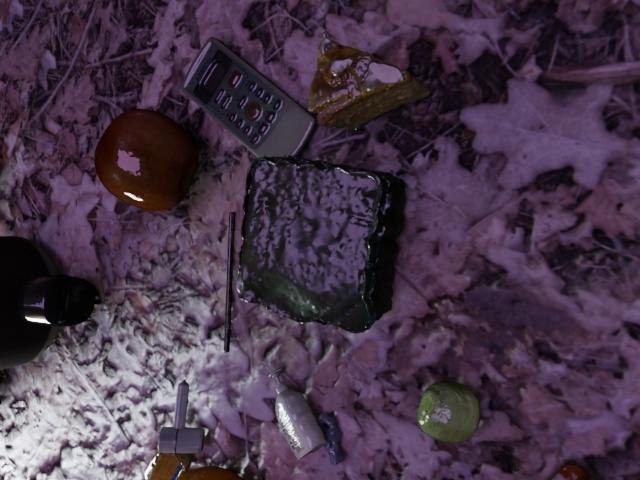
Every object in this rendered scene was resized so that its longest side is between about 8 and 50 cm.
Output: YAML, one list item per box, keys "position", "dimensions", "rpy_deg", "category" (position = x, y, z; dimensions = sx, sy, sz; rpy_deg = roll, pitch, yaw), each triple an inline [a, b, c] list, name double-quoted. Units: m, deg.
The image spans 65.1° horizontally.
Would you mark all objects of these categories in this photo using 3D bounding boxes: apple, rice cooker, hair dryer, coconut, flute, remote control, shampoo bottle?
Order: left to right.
- position: [-0.790, 0.148, 1.095]
  dimensions: [0.336, 0.325, 0.334]
  rpy_deg: [1, 92, 27]
  category: "rice cooker"
- position: [-0.555, 0.127, 1.066]
  dimensions: [0.107, 0.165, 0.112]
  rpy_deg: [2, 86, 17]
  category: "rice cooker"
- position: [-0.317, -0.149, 0.928]
  dimensions: [0.169, 0.181, 0.180]
  rpy_deg: [21, 102, 3]
  category: "apple"
- position: [-0.267, 0.343, 0.983]
  dimensions: [0.082, 0.047, 0.137]
  rpy_deg: [3, 72, -5]
  category: "hair dryer"
- position: [-0.172, 0.080, 0.945]
  dimensions: [0.014, 0.014, 0.269]
  rpy_deg: [4, 94, 27]
  category: "flute"
- position: [-0.131, -0.243, 0.899]
  dimensions: [0.285, 0.038, 0.123]
  rpy_deg: [44, 110, 19]
  category: "remote control"
- position: [-0.050, 0.294, 0.865]
  dimensions: [0.151, 0.045, 0.077]
  rpy_deg: [57, 137, 25]
  category: "shampoo bottle"
- position: [0.188, 0.248, 0.727]
  dimensions: [0.088, 0.096, 0.087]
  rpy_deg: [-43, 36, 43]
  category: "coconut"

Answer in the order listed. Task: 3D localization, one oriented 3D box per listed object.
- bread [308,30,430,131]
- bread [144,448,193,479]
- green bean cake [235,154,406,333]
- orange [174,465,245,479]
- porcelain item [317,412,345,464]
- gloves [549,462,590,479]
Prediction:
- position: [0.073, -0.218, 0.732]
  dimensions: [0.152, 0.147, 0.127]
  rpy_deg: [18, 102, 29]
  category: "bread"
- position: [-0.304, 0.449, 1.008]
  dimensions: [0.072, 0.053, 0.106]
  rpy_deg: [34, 111, -2]
  category: "bread"
- position: [0.000, 0.000, 0.787]
  dimensions: [0.241, 0.132, 0.254]
  rpy_deg: [9, 101, 22]
  category: "green bean cake"
- position: [-0.203, 0.519, 0.884]
  dimensions: [0.219, 0.193, 0.219]
  rpy_deg: [12, 107, 41]
  category: "orange"
- position: [0.018, 0.332, 0.846]
  dimensions: [0.036, 0.028, 0.083]
  rpy_deg: [-25, 79, 29]
  category: "porcelain item"
- position: [0.318, 0.410, 0.653]
  dimensions: [0.140, 0.131, 0.218]
  rpy_deg: [6, 64, 29]
  category: "gloves"
